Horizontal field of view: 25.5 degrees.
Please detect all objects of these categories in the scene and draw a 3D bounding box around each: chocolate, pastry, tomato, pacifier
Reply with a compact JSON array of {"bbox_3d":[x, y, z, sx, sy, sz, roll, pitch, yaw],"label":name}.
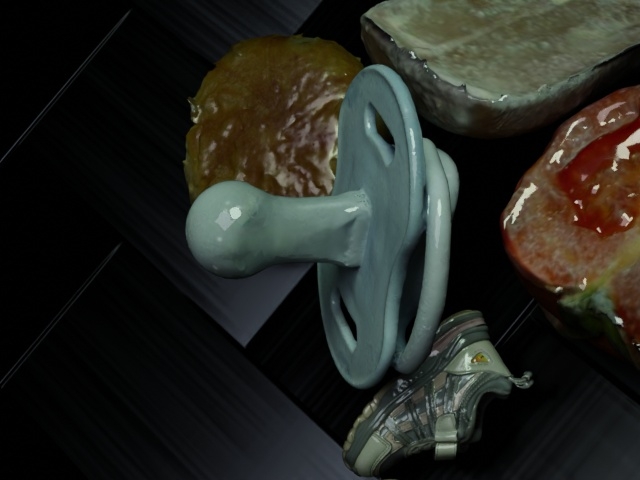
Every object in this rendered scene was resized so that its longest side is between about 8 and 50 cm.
[{"bbox_3d":[0.187,-0.172,1.251,0.303,0.100,0.185,-29,49,-33],"label":"chocolate"},{"bbox_3d":[-0.039,-0.103,1.385,0.218,0.100,0.229,-31,65,15],"label":"pastry"},{"bbox_3d":[0.315,0.001,1.140,0.309,0.170,0.309,-12,54,17],"label":"tomato"},{"bbox_3d":[0.000,0.000,1.181,0.226,0.287,0.238,-1,36,-14],"label":"pacifier"}]

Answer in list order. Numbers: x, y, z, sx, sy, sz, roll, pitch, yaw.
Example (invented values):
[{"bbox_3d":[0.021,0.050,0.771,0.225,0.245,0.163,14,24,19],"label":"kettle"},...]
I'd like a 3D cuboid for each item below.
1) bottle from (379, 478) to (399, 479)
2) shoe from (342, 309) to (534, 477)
[{"bbox_3d":[0.076,0.310,1.176,0.110,0.097,0.209,-10,58,-27],"label":"bottle"},{"bbox_3d":[0.103,0.150,1.234,0.092,0.089,0.180,43,95,18],"label":"shoe"}]
